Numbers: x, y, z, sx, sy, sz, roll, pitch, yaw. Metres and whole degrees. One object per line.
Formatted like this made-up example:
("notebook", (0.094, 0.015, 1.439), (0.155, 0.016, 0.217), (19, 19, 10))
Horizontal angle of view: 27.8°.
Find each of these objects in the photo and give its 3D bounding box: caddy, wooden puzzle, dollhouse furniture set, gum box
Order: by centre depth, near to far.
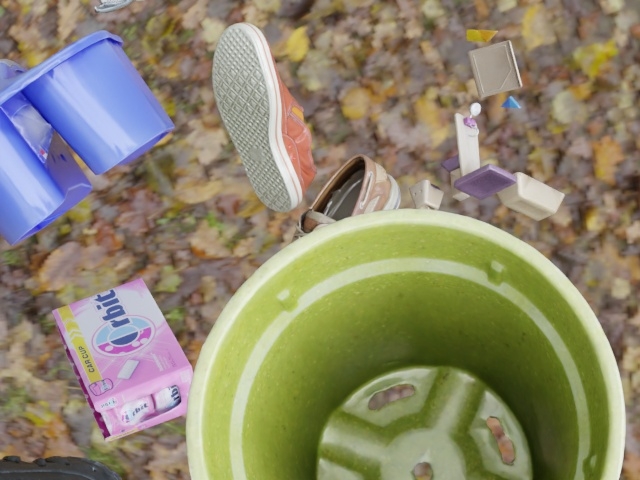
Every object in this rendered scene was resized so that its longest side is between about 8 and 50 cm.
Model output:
("dollhouse furniture set", (0.146, -0.062, 1.124), (0.114, 0.091, 0.081), (21, 55, -38))
("gum box", (-0.209, 0.129, 1.394), (0.107, 0.188, 0.062), (-20, 127, -15))
("caddy", (-0.309, -0.134, 1.484), (0.241, 0.341, 0.179), (-38, 96, 2))
("wooden puzzle", (0.242, -0.238, 1.792), (0.014, 0.078, 0.116), (-24, 107, -50))

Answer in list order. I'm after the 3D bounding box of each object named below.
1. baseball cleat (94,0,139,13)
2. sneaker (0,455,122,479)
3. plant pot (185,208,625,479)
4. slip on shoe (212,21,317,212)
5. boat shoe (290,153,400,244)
("baseball cleat", (-0.145, -0.231, 0.741), (0.109, 0.072, 0.206), (-24, 84, -14))
("sneaker", (-0.168, 0.153, 0.671), (0.283, 0.107, 0.124), (47, 41, -22))
("plant pot", (0.066, 0.148, 0.927), (0.276, 0.254, 0.276), (-2, 72, 7))
("slip on shoe", (-0.081, -0.198, 2.008), (0.101, 0.123, 0.331), (-49, 137, -34))
("boat shoe", (0.000, 0.000, 2.032), (0.324, 0.123, 0.116), (-58, 140, -19))
